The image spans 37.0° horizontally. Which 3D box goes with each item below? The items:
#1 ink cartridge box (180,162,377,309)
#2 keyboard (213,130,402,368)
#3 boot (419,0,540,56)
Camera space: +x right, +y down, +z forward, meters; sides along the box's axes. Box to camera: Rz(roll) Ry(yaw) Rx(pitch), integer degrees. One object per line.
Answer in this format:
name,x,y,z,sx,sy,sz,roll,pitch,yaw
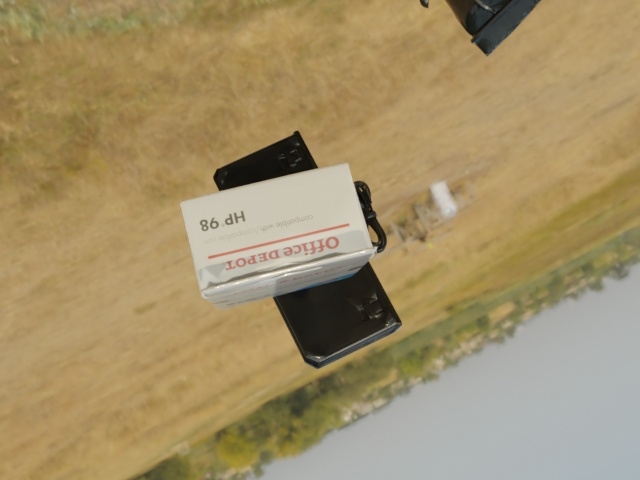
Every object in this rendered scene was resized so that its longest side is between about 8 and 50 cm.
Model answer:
ink cartridge box,-0.027,-0.001,0.601,0.104,0.060,0.180,-14,174,-5
keyboard,0.000,0.000,0.746,0.108,0.180,0.023,-26,164,-7
boot,0.073,-0.151,0.441,0.045,0.099,0.121,-47,-179,-36
